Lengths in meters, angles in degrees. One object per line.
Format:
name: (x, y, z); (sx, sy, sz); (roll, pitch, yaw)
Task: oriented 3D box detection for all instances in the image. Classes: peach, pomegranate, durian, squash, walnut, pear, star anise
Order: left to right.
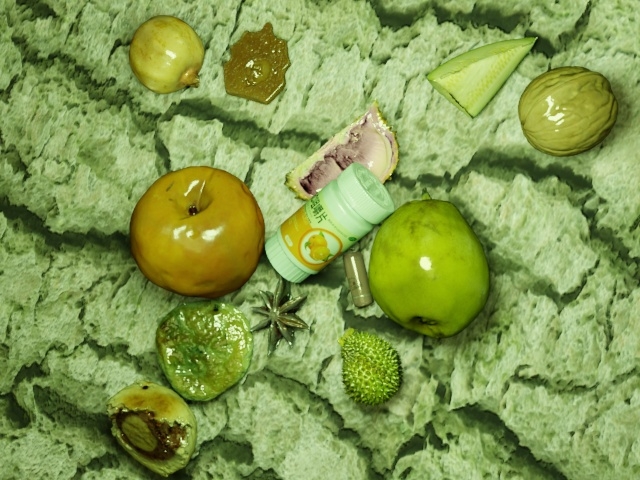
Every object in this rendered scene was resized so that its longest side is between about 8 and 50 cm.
pomegranate: (-0.410, -0.496, 2.015); (0.207, 0.207, 0.207); (-1, 88, 13)
peach: (-0.311, -0.011, 1.916); (0.342, 0.302, 0.343); (0, 58, -1)
star anise: (-0.099, 0.195, 1.976); (0.180, 0.061, 0.205); (-12, 80, 24)
durian: (0.072, -0.198, 1.934); (0.341, 0.112, 0.191); (-39, 110, 22)
durian: (0.126, 0.315, 1.879); (0.159, 0.146, 0.198); (-9, 89, 10)
pear: (0.256, 0.047, 1.806); (0.287, 0.287, 0.375); (-4, 69, 13)
squash: (0.392, -0.454, 1.867); (0.169, 0.093, 0.252); (34, 99, -33)
walnut: (0.579, -0.305, 1.771); (0.228, 0.228, 0.228); (-1, 88, 13)

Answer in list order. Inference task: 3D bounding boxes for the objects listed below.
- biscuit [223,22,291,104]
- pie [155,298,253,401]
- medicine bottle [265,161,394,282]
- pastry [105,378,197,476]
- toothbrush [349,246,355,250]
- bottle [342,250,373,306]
biscuit: (-0.165, -0.481, 2.033); (0.182, 0.034, 0.215); (18, 90, 12)
pie: (-0.310, 0.291, 2.015); (0.277, 0.078, 0.277); (0, 90, 12)
medicine bottle: (0.016, -0.037, 1.876); (0.318, 0.158, 0.158); (-40, 80, 24)
pastry: (-0.425, 0.481, 1.992); (0.256, 0.170, 0.237); (16, 132, 17)
toothbrush: (0.000, 0.000, 1.987); (0.193, 0.013, 0.019); (15, 87, 14)
bottle: (0.096, 0.100, 1.941); (0.053, 0.053, 0.140); (-15, 85, 12)
